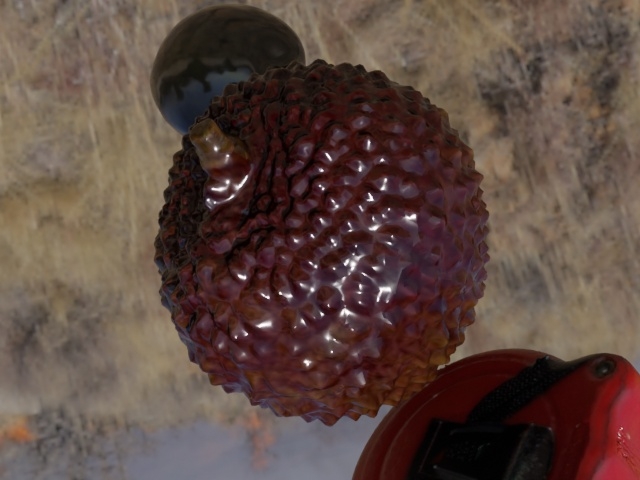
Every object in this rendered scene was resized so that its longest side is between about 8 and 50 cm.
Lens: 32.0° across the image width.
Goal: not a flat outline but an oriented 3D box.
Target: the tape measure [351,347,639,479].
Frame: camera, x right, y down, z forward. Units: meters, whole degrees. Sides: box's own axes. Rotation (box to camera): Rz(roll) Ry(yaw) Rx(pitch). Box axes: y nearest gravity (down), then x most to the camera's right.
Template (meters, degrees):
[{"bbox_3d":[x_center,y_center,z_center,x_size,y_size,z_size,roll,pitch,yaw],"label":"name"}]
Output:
[{"bbox_3d":[0.139,0.203,0.862,0.260,0.253,0.114,-6,135,42],"label":"tape measure"}]

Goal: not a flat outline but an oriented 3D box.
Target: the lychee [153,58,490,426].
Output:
[{"bbox_3d":[0.000,0.000,0.872,0.275,0.276,0.304,-21,137,32],"label":"lychee"}]

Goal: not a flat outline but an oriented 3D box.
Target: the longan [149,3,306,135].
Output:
[{"bbox_3d":[-0.097,-0.190,1.283,0.185,0.159,0.204,-41,-143,-25],"label":"longan"}]
